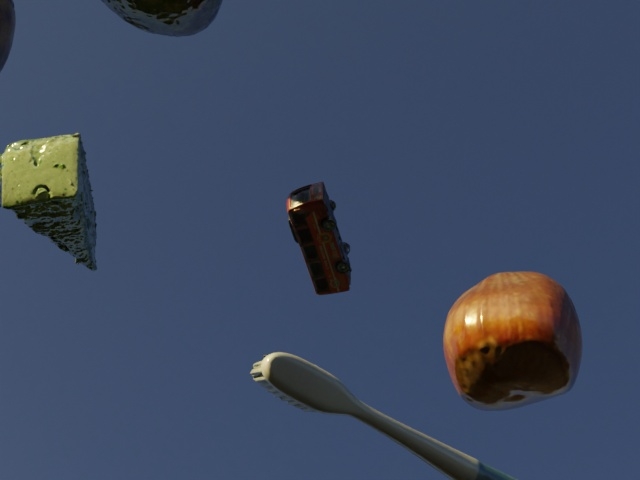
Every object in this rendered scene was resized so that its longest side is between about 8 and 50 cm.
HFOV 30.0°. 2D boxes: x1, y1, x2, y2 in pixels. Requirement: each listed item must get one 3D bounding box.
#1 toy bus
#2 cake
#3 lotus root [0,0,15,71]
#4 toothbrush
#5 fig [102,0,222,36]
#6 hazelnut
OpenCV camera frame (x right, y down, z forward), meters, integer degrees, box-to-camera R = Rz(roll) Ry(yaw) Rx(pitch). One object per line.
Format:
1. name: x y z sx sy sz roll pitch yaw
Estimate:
1. toy bus: 0.000 0.000 1.068 0.043 0.031 0.110 -11 -52 10
2. cake: -0.307 -0.044 1.523 0.099 0.100 0.235 -13 -27 12
3. lotus root: -0.404 -0.180 1.200 0.169 0.314 0.141 11 -21 41
4. toothbrush: 0.085 0.118 0.560 0.275 0.019 0.025 30 -25 -19
5. fig: -0.189 -0.296 1.054 0.235 0.203 0.203 10 -60 -17
6. hazelnut: 0.206 0.107 1.282 0.150 0.150 0.150 7 -64 14
